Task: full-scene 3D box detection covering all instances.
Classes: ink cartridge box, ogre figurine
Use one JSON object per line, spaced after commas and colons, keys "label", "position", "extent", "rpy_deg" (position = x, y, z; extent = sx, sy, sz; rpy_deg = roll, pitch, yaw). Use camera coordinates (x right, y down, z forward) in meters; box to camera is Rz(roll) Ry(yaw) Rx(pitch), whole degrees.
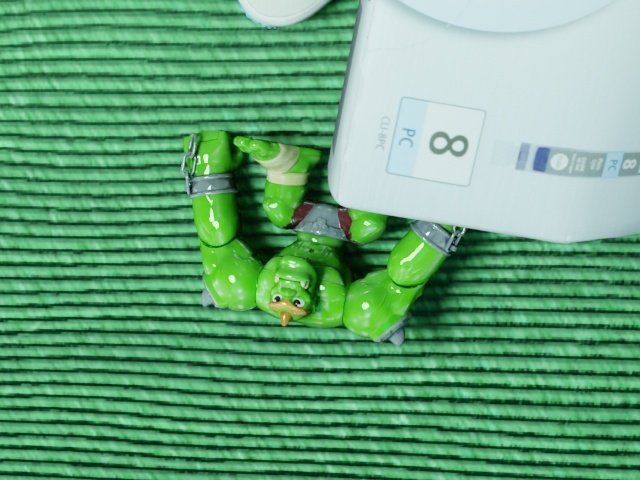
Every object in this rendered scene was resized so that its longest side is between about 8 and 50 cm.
{"label": "ink cartridge box", "position": [0.218, -0.140, 1.122], "extent": [0.385, 0.091, 0.308], "rpy_deg": [10, 116, -2]}
{"label": "ogre figurine", "position": [0.000, 0.000, 1.276], "extent": [0.197, 0.097, 0.118], "rpy_deg": [10, 94, -6]}

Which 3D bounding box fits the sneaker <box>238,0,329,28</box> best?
{"label": "sneaker", "position": [0.012, -0.223, 1.189], "extent": [0.087, 0.092, 0.228], "rpy_deg": [34, 115, -2]}
